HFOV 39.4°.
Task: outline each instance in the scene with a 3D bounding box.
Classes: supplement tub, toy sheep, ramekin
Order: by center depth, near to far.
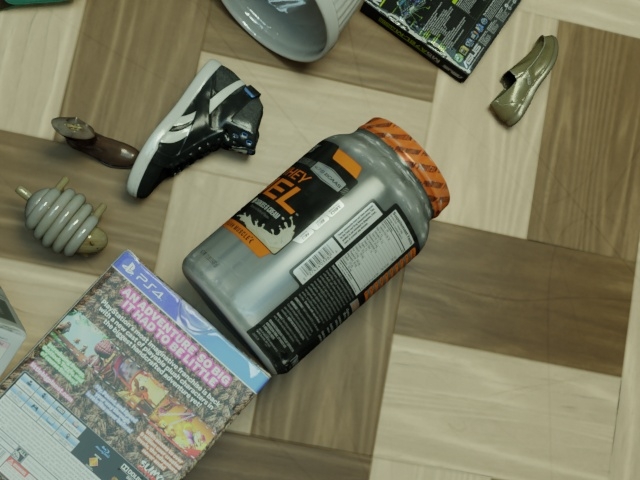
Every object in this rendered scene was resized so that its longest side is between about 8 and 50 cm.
[{"bbox_3d":[0.000,0.000,1.127,0.316,0.193,0.193,-41,89,-12],"label":"supplement tub"},{"bbox_3d":[-0.330,-0.029,1.141,0.132,0.091,0.091,34,79,-8],"label":"toy sheep"},{"bbox_3d":[-0.038,-0.346,1.168,0.207,0.207,0.109,41,70,-1],"label":"ramekin"}]

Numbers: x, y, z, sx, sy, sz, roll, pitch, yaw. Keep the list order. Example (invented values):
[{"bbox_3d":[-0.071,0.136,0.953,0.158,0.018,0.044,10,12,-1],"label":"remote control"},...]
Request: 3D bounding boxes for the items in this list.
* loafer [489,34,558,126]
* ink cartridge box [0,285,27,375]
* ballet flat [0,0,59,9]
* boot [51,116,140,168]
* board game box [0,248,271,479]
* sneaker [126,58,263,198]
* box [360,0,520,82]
[{"bbox_3d":[0.289,-0.234,1.267,0.050,0.056,0.148,30,79,-9],"label":"loafer"},{"bbox_3d":[-0.454,0.153,1.061,0.066,0.189,0.232,28,96,-40],"label":"ink cartridge box"},{"bbox_3d":[-0.434,-0.347,1.181,0.247,0.083,0.087,-11,60,-9],"label":"ballet flat"},{"bbox_3d":[-0.285,-0.127,1.144,0.106,0.114,0.037,14,81,-6],"label":"boot"},{"bbox_3d":[-0.245,0.198,1.092,0.232,0.141,0.291,42,79,-1],"label":"board game box"},{"bbox_3d":[-0.152,-0.126,1.180,0.121,0.079,0.217,32,78,-1],"label":"sneaker"},{"bbox_3d":[0.184,-0.354,1.276,0.184,0.045,0.191,34,80,0],"label":"box"}]
